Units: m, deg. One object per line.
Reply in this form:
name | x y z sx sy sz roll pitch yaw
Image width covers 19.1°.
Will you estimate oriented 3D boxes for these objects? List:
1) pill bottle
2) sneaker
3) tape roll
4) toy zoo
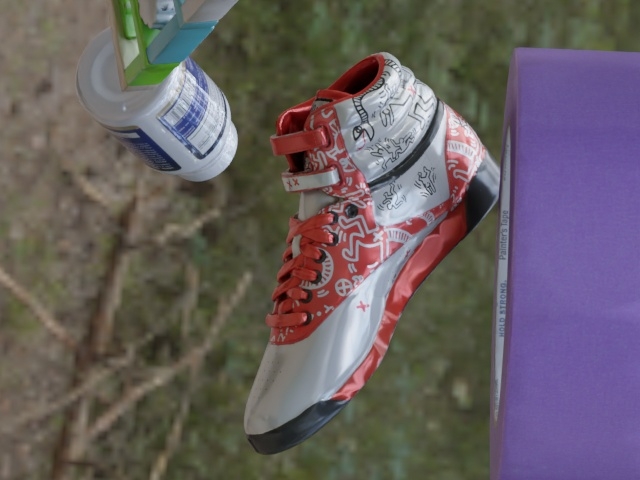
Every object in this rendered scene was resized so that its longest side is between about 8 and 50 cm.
pill bottle | -0.133 -0.112 1.620 0.169 0.094 0.094 46 49 -62
sneaker | 0.000 -0.001 1.254 0.145 0.090 0.270 47 67 -22
tape roll | 0.153 0.022 1.150 0.275 0.090 0.275 2 90 -87
toy zoo | -0.104 -0.240 1.347 0.293 0.030 0.192 146 -64 -64
